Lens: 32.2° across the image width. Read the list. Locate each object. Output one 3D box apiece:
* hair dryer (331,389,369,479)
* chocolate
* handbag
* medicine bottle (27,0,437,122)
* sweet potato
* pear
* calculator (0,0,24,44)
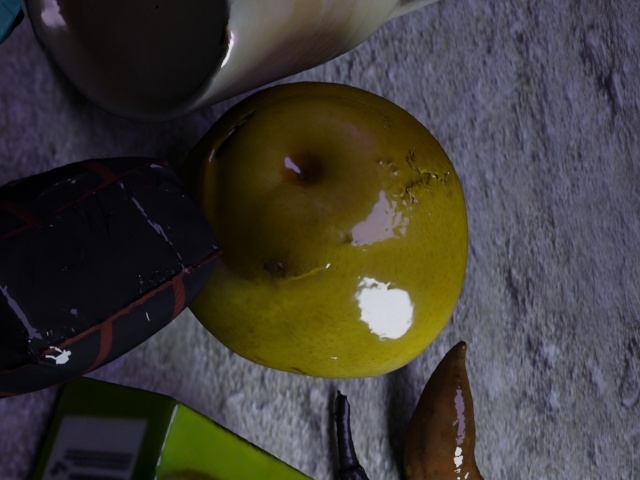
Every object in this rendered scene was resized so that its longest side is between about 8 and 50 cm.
[{"bbox_3d":[0.090,0.335,1.230,0.303,0.120,0.360,-7,80,-36],"label":"hair dryer"},{"bbox_3d":[-0.122,0.302,0.939,0.288,0.137,0.301,40,55,-42],"label":"chocolate"},{"bbox_3d":[-0.205,0.029,0.850,0.215,0.169,0.155,-32,94,-48],"label":"handbag"},{"bbox_3d":[-0.050,-0.272,1.039,0.406,0.235,0.236,-31,109,-50],"label":"medicine bottle"},{"bbox_3d":[0.154,0.299,1.330,0.106,0.095,0.355,-20,110,-31],"label":"sweet potato"},{"bbox_3d":[0.002,0.009,1.026,0.336,0.284,0.285,70,35,-46],"label":"pear"},{"bbox_3d":[-0.328,-0.205,0.765,0.274,0.058,0.248,53,27,-30],"label":"calculator"}]
